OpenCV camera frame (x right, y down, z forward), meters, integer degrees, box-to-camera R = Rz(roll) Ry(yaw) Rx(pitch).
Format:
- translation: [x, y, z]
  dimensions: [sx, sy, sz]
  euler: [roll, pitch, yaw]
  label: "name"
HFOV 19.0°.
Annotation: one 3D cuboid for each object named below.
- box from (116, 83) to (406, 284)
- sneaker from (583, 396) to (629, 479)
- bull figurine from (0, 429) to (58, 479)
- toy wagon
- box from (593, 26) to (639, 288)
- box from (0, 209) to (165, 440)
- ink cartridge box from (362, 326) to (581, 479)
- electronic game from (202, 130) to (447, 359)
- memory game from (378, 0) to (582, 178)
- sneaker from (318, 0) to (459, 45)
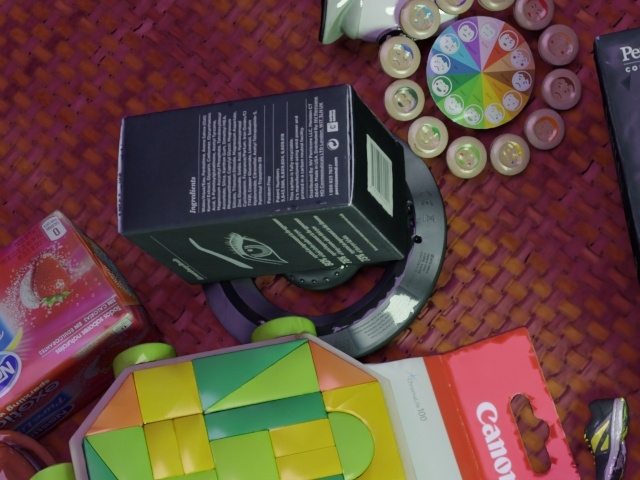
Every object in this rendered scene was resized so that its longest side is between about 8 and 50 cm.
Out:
- translation: [-0.047, -0.043, 1.595]
  dimensions: [0.207, 0.153, 0.108]
  euler: [-6, 71, 17]
  label: "box"
- translation: [0.236, 0.171, 1.593]
  dimensions: [0.035, 0.031, 0.083]
  euler: [3, 70, 26]
  label: "sneaker"
- translation: [-0.298, 0.314, 1.604]
  dimensions: [0.188, 0.101, 0.310]
  euler: [33, 99, 2]
  label: "bull figurine"
- translation: [-0.098, 0.203, 1.527]
  dimensions: [0.344, 0.068, 0.267]
  euler: [-10, 61, -9]
  label: "toy wagon"
- translation: [0.418, -0.030, 1.532]
  dimensions: [0.343, 0.179, 0.312]
  euler: [-12, 71, 8]
  label: "box"
- translation: [-0.279, 0.106, 1.660]
  dimensions: [0.257, 0.128, 0.122]
  euler: [-36, 71, -1]
  label: "box"
- translation: [0.088, 0.187, 1.603]
  dimensions: [0.232, 0.066, 0.189]
  euler: [-21, 71, 9]
  label: "ink cartridge box"
- translation: [0.000, 0.000, 1.676]
  dimensions: [0.229, 0.048, 0.229]
  euler: [-6, 70, 18]
  label: "electronic game"
- translation: [0.142, -0.145, 1.663]
  dimensions: [0.186, 0.012, 0.186]
  euler: [0, 92, -11]
  label: "memory game"
- translation: [0.079, -0.329, 1.731]
  dimensions: [0.146, 0.122, 0.330]
  euler: [3, 77, -2]
  label: "sneaker"
